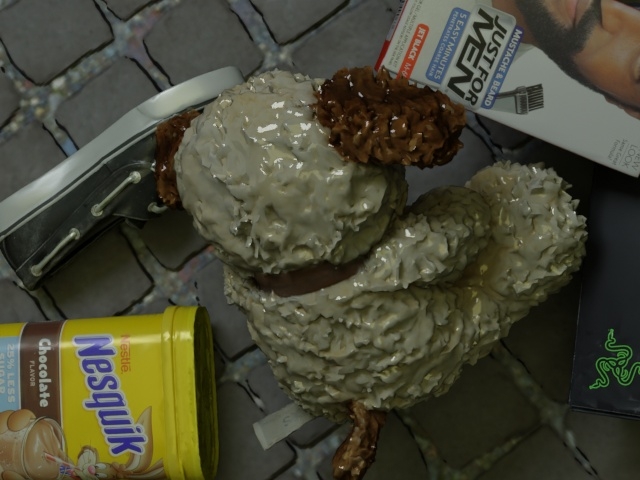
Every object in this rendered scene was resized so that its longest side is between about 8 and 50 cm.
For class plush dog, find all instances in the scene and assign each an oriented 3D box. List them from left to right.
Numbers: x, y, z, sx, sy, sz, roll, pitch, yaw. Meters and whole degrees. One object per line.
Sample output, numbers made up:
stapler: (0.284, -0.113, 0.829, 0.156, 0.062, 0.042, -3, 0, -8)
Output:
plush dog: (0.000, 0.000, 0.765, 0.262, 0.210, 0.225, -10, 126, 35)

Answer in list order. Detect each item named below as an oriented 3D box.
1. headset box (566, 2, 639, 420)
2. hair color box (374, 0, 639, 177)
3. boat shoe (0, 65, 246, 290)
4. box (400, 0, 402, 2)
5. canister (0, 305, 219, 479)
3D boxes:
headset box: (0.301, 0.003, 0.795, 0.246, 0.131, 0.283, 6, 88, 29)
hair color box: (0.126, -0.112, 0.753, 0.167, 0.053, 0.093, 21, 100, -5)
boat shoe: (-0.135, -0.043, 0.907, 0.219, 0.078, 0.070, -33, 84, 10)
box: (0.089, -0.275, 0.853, 0.142, 0.163, 0.247, -20, 86, 5)
canister: (-0.164, 0.114, 0.899, 0.170, 0.073, 0.126, -4, 86, 6)
